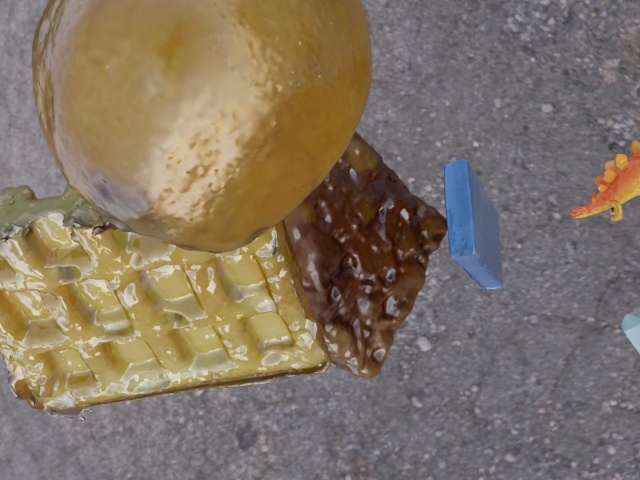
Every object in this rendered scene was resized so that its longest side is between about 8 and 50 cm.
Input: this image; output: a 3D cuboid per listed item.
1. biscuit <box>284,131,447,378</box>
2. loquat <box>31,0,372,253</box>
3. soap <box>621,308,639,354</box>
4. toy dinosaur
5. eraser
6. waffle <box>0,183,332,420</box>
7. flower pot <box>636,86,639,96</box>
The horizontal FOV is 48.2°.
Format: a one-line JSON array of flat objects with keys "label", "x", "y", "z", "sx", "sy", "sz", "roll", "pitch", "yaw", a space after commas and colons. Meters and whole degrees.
[{"label": "biscuit", "x": 0.000, "y": 0.000, "z": 1.189, "sx": 0.166, "sy": 0.395, "sz": 0.342, "roll": 3, "pitch": 58, "yaw": 56}, {"label": "loquat", "x": -0.072, "y": -0.095, "z": 0.442, "sx": 0.187, "sy": 0.176, "sz": 0.234, "roll": 37, "pitch": 95, "yaw": 9}, {"label": "soap", "x": 0.557, "y": 0.125, "z": 1.014, "sx": 0.094, "sy": 0.262, "sz": 0.150, "roll": -48, "pitch": 63, "yaw": 48}, {"label": "toy dinosaur", "x": 0.572, "y": -0.120, "z": 1.267, "sx": 0.288, "sy": 0.070, "sz": 0.117, "roll": -24, "pitch": 95, "yaw": 8}, {"label": "eraser", "x": 0.248, "y": -0.013, "z": 1.138, "sx": 0.043, "sy": 0.312, "sz": 0.144, "roll": -7, "pitch": 75, "yaw": 20}, {"label": "waffle", "x": -0.181, "y": 0.058, "z": 0.722, "sx": 0.349, "sy": 0.304, "sz": 0.077, "roll": -9, "pitch": 44, "yaw": 6}, {"label": "flower pot", "x": 0.468, "y": -0.147, "z": 0.722, "sx": 0.235, "sy": 0.235, "sz": 0.148, "roll": -26, "pitch": 94, "yaw": 39}]
